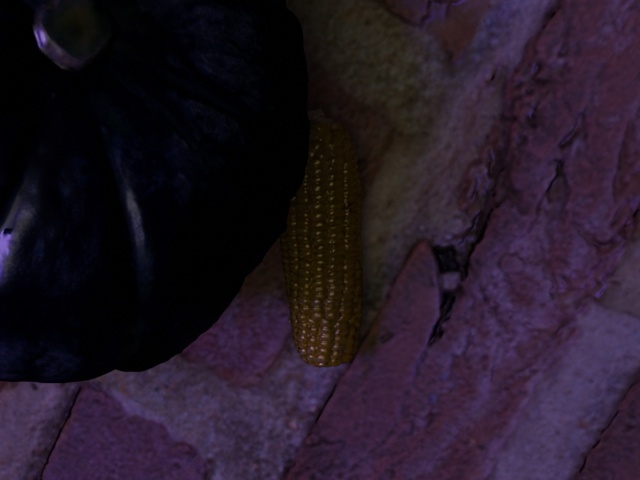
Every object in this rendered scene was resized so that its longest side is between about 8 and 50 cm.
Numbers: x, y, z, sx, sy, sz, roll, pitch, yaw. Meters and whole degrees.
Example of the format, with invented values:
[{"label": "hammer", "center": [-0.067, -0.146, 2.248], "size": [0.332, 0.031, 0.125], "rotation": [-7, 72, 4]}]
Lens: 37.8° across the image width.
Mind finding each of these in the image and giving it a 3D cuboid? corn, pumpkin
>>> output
[{"label": "corn", "center": [0.000, 0.000, 0.735], "size": [0.067, 0.067, 0.206], "rotation": [0, 103, 10]}, {"label": "pumpkin", "center": [-0.181, -0.083, 0.610], "size": [0.363, 0.363, 0.266], "rotation": [57, 147, -4]}]
